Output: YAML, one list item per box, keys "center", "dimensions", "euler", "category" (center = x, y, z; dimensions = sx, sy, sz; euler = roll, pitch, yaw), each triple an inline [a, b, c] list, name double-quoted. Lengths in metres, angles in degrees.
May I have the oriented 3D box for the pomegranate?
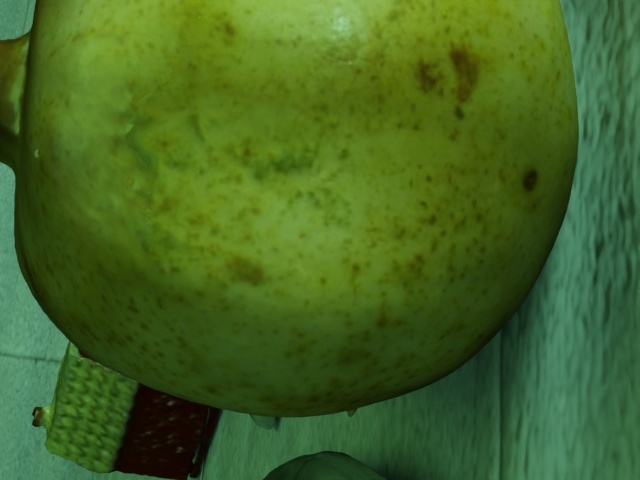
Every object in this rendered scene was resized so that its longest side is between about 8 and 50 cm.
- center: [-0.040, -0.066, 0.600]
  dimensions: [0.417, 0.417, 0.416]
  euler: [-169, 90, -71]
  category: "pomegranate"

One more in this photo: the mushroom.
- center: [0.002, 0.234, 0.753]
  dimensions: [0.351, 0.097, 0.109]
  euler: [145, 135, -69]
  category: "mushroom"

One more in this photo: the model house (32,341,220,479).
- center: [-0.283, 0.230, 1.312]
  dimensions: [0.160, 0.254, 0.196]
  euler: [-115, 39, -54]
  category: "model house"

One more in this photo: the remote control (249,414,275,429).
- center: [-0.056, 0.058, 1.060]
  dimensions: [0.109, 0.055, 0.312]
  euler: [-150, 72, -70]
  category: "remote control"
